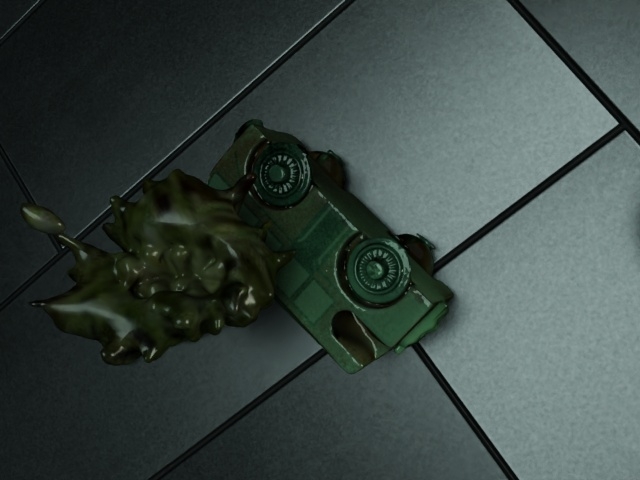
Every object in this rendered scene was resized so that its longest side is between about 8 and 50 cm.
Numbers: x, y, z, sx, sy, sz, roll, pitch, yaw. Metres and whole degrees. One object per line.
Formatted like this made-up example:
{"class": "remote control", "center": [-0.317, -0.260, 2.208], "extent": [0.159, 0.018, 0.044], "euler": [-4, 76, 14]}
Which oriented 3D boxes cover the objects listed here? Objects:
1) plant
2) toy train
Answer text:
{"class": "plant", "center": [-0.159, 0.039, 0.725], "extent": [0.251, 0.333, 0.180], "euler": [-9, 82, -8]}
{"class": "toy train", "center": [0.000, 0.000, 0.740], "extent": [0.326, 0.129, 0.159], "euler": [46, 105, 15]}
